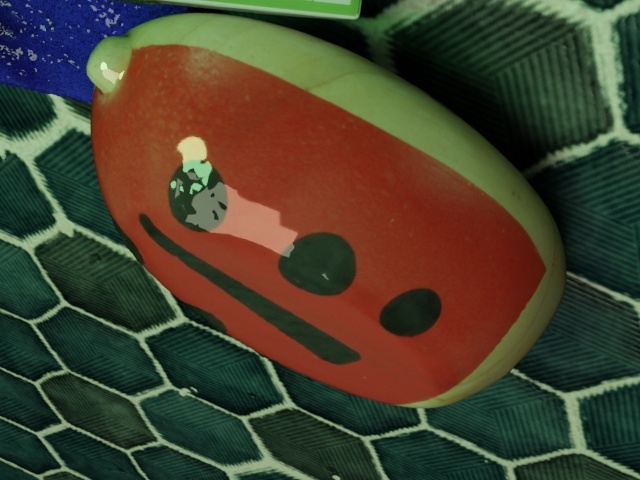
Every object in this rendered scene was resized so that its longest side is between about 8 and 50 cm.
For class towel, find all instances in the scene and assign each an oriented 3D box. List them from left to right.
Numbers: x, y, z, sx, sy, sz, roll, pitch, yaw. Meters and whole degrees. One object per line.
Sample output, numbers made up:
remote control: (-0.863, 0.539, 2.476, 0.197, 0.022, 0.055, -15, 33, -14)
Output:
towel: (-0.202, -0.230, 0.740, 0.227, 0.076, 0.308, 17, 140, 13)

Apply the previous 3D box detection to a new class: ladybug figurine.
ladybug figurine: (0.000, 0.000, 0.768, 0.449, 0.162, 0.305, 33, 147, -23)

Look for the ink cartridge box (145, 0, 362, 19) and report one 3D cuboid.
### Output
ink cartridge box: (-0.080, -0.184, 0.633, 0.209, 0.109, 0.062, 3, 102, -7)
